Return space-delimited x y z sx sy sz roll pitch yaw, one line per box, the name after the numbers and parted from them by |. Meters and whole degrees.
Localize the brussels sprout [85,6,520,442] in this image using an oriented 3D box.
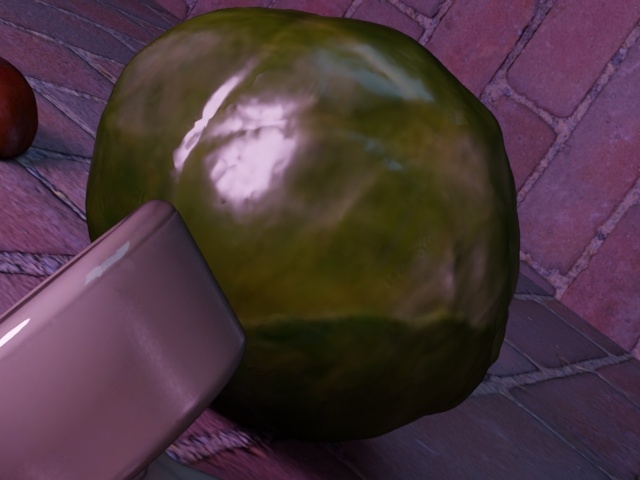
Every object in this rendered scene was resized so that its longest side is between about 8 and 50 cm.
0.001 0.004 0.808 0.289 0.281 0.355 6 -28 34 | brussels sprout

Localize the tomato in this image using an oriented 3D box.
-0.322 -0.143 1.022 0.155 0.069 0.155 32 11 -7 | tomato

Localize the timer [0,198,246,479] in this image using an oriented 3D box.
-0.055 0.135 0.502 0.266 0.175 0.175 51 9 -8 | timer
